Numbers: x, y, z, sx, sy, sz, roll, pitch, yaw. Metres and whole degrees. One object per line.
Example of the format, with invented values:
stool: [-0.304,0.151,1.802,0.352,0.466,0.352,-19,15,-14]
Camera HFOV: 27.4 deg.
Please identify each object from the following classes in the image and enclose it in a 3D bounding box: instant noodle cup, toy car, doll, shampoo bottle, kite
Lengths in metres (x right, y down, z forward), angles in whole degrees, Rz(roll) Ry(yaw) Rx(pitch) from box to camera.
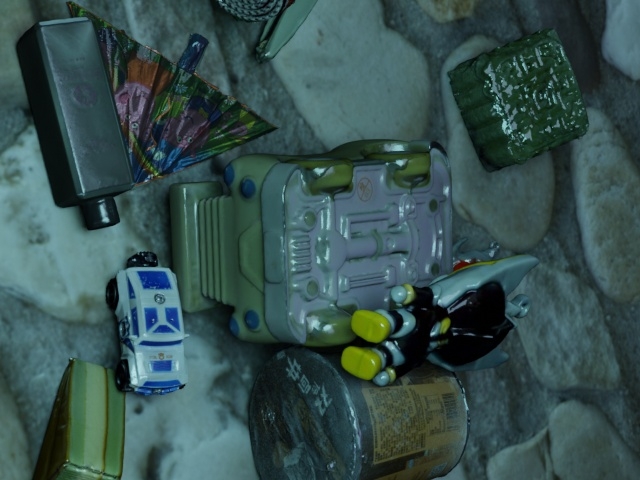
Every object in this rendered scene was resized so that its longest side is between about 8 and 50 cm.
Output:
instant noodle cup: [0.053,0.227,1.625,0.207,0.217,0.217,-3,83,-38]
toy car: [0.000,0.000,1.646,0.336,0.226,0.242,-10,101,-50]
doll: [0.152,0.103,1.579,0.316,0.103,0.145,-11,97,-46]
shampoo bottle: [-0.285,-0.134,1.548,0.080,0.079,0.246,-14,89,-32]
kite: [-0.202,-0.167,1.647,0.321,0.016,0.234,29,69,-23]
doll: [0.194,0.075,1.820,0.104,0.062,0.194,39,71,-1]
toy car: [-0.202,0.097,1.554,0.080,0.070,0.170,2,69,-31]

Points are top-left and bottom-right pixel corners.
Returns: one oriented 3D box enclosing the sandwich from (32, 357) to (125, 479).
sandwich: [-0.285,0.235,1.520,0.079,0.113,0.163,22,35,-26]

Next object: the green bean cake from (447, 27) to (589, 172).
green bean cake: [0.297,-0.207,1.912,0.181,0.094,0.173,-22,94,-32]

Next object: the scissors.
scissors: [-0.017,-0.348,1.775,0.138,0.041,0.289,38,60,-19]

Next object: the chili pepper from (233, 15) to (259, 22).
chili pepper: [-0.091,-0.393,1.678,0.061,0.098,0.224,3,112,6]

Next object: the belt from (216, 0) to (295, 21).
belt: [-0.170,-0.405,1.598,0.359,0.126,0.094,45,20,-1]
